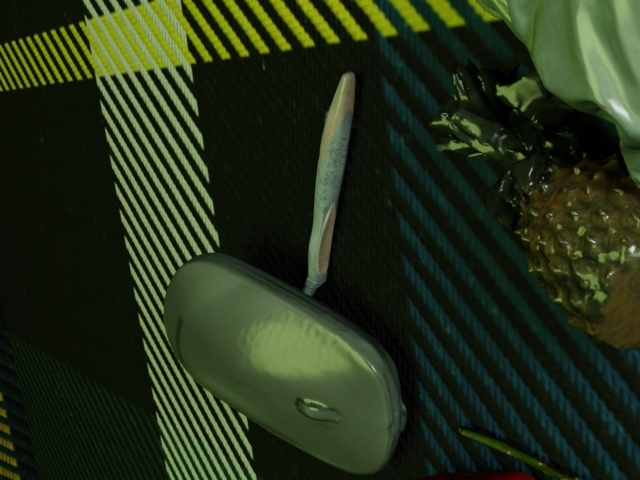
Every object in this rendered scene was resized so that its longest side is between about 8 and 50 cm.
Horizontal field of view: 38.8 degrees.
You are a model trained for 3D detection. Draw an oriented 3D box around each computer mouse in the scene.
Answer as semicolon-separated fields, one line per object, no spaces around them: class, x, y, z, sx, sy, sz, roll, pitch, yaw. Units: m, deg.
computer mouse;-0.055;0.133;0.971;0.330;0.095;0.197;22;128;38

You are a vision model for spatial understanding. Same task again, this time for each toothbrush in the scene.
toothbrush;0.000;0.000;0.936;0.037;0.028;0.375;36;131;36

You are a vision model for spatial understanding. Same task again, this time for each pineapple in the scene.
pineapple;0.162;-0.042;0.627;0.251;0.125;0.125;56;144;43

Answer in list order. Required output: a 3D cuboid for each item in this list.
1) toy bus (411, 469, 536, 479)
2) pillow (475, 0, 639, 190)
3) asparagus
toy bus;0.147;0.246;0.779;0.195;0.081;0.089;-25;73;57
pillow;0.183;-0.215;0.486;0.283;0.138;0.310;61;144;34
asparagus;0.177;0.186;0.766;0.166;0.013;0.016;16;74;52
